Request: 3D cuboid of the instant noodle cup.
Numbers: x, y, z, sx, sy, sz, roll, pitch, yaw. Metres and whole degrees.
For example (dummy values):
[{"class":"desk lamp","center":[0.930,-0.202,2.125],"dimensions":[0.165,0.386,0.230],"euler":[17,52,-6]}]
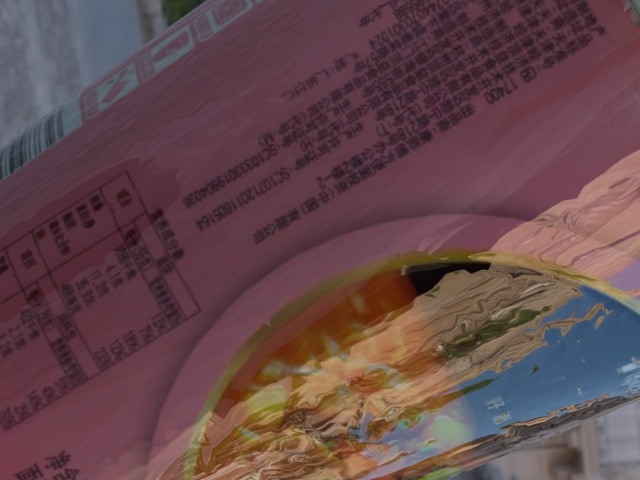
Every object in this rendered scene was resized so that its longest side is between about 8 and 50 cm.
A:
[{"class":"instant noodle cup","center":[0.000,0.000,0.525],"dimensions":[0.244,0.255,0.244],"euler":[60,3,-6]}]
